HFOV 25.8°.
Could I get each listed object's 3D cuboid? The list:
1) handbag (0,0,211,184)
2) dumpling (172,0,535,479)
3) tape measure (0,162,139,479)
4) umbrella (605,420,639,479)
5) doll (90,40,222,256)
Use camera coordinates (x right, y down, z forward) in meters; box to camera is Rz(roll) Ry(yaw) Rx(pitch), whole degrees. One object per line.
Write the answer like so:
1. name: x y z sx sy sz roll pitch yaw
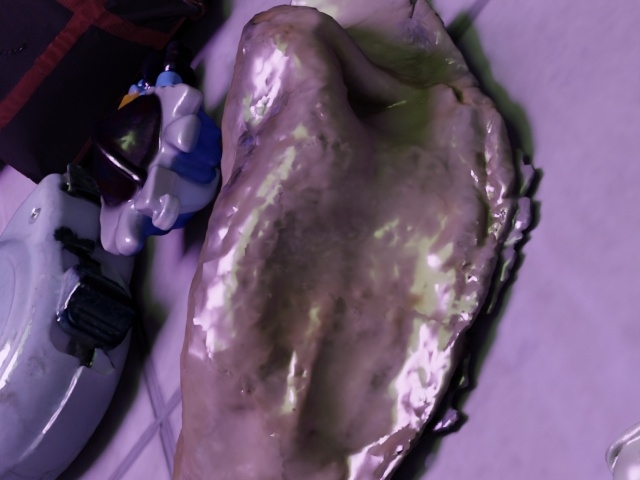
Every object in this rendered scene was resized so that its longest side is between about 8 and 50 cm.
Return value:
1. handbag: -0.185 -0.157 0.836 0.169 0.215 0.155 -43 25 23
2. dumpling: -0.005 0.000 0.542 0.166 0.086 0.332 -28 47 49
3. tape measure: -0.216 0.116 0.771 0.330 0.084 0.164 -48 27 19
4. umbrella: 0.128 0.026 0.327 0.143 0.062 0.067 -39 56 25
5. doll: -0.088 -0.048 0.729 0.096 0.070 0.195 -60 19 16
